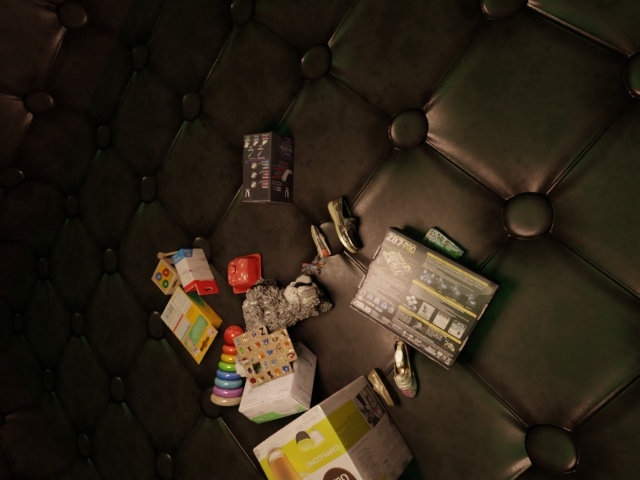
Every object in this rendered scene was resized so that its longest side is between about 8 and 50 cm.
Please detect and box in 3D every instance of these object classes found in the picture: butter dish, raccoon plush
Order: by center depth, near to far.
[{"bbox_3d":[-0.133,0.342,1.670,0.298,0.216,0.448,13,98,25],"label":"raccoon plush"},{"bbox_3d":[-0.343,0.135,1.825,0.159,0.118,0.160,-12,72,29],"label":"butter dish"}]

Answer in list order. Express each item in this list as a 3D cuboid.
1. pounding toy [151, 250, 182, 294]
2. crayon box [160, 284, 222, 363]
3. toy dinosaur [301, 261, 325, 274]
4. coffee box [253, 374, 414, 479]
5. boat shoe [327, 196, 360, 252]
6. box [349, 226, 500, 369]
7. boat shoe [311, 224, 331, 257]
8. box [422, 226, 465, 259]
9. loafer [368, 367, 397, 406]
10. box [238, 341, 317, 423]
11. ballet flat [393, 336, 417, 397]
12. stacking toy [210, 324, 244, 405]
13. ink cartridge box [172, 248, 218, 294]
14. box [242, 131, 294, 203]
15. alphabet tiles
[{"bbox_3d":[-0.751,0.128,2.087,0.206,0.094,0.181,39,108,24],"label":"pounding toy"},{"bbox_3d":[-0.592,0.386,2.000,0.323,0.083,0.203,41,109,25],"label":"crayon box"},{"bbox_3d":[-0.034,0.106,1.713,0.090,0.047,0.082,-44,55,-13],"label":"toy dinosaur"},{"bbox_3d":[0.053,0.735,1.473,0.337,0.338,0.335,-42,71,24],"label":"coffee box"},{"bbox_3d":[0.099,-0.063,1.600,0.073,0.080,0.224,-35,69,31],"label":"boat shoe"},{"bbox_3d":[0.333,0.180,1.421,0.394,0.097,0.319,30,106,23],"label":"box"},{"bbox_3d":[0.000,0.000,1.680,0.043,0.049,0.137,-17,75,-14],"label":"boat shoe"},{"bbox_3d":[0.407,0.031,1.449,0.137,0.027,0.094,42,110,23],"label":"box"},{"bbox_3d":[0.224,0.534,1.542,0.050,0.056,0.148,-44,59,23],"label":"loafer"},{"bbox_3d":[-0.163,0.550,1.653,0.261,0.127,0.231,-27,33,27],"label":"box"},{"bbox_3d":[0.285,0.442,1.489,0.076,0.079,0.222,-9,86,29],"label":"ballet flat"},{"bbox_3d":[-0.390,0.537,1.867,0.141,0.141,0.331,3,84,30],"label":"stacking toy"},{"bbox_3d":[-0.572,0.155,1.959,0.078,0.134,0.231,-33,73,25],"label":"ink cartridge box"},{"bbox_3d":[-0.211,-0.286,1.732,0.143,0.165,0.271,2,90,30],"label":"box"},{"bbox_3d":[-0.202,0.419,1.586,0.237,0.009,0.199,-26,82,22],"label":"alphabet tiles"}]
